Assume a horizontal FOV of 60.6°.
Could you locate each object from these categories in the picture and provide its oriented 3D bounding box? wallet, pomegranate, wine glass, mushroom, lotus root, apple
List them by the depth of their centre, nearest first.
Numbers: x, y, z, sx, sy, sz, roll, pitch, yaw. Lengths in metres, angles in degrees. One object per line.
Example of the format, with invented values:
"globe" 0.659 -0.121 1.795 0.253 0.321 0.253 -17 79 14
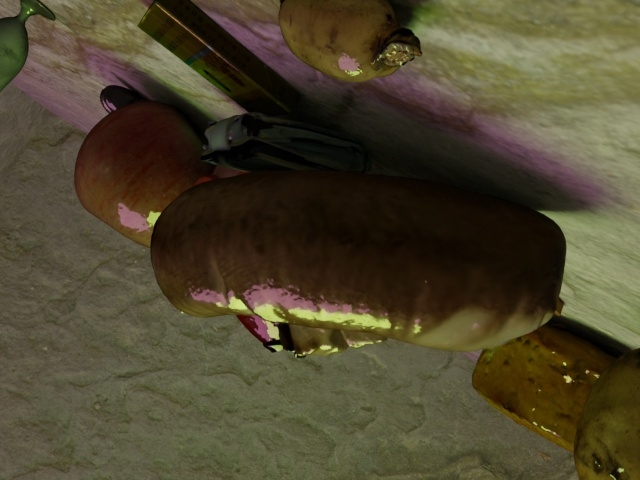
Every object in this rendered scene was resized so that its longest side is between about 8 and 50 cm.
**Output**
"lotus root" 0.019 -0.154 0.415 0.152 0.063 0.072 30 164 39
"mushroom" 0.041 0.001 0.612 0.313 0.224 0.397 30 153 -35
"pomegranate" 0.457 0.262 0.653 0.281 0.281 0.281 30 173 4
"wallet" -0.063 -0.125 0.776 0.176 0.075 0.250 10 -177 -28
"wine glass" -0.567 -0.342 0.969 0.093 0.202 0.093 30 172 5
"apple" -0.340 -0.119 1.132 0.345 0.269 0.345 54 180 0

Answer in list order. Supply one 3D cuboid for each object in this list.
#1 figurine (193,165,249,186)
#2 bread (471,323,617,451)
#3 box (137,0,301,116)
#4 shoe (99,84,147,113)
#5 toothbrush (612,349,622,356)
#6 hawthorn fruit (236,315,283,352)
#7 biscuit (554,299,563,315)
"figurine" -0.119 -0.094 1.019 0.173 0.173 0.173 30 173 4
"bread" 0.462 0.288 1.066 0.336 0.204 0.358 36 175 -10
"box" -0.126 -0.222 0.675 0.193 0.030 0.121 34 172 -27
"shoe" -0.398 -0.287 1.234 0.077 0.074 0.194 10 164 38
"toothbrush" 0.562 0.221 0.981 0.097 0.006 0.008 32 169 -9
"hawthorn fruit" -0.070 0.058 0.932 0.249 0.215 0.215 40 174 7
"biscuit" 0.297 0.065 0.916 0.220 0.029 0.142 29 172 20
